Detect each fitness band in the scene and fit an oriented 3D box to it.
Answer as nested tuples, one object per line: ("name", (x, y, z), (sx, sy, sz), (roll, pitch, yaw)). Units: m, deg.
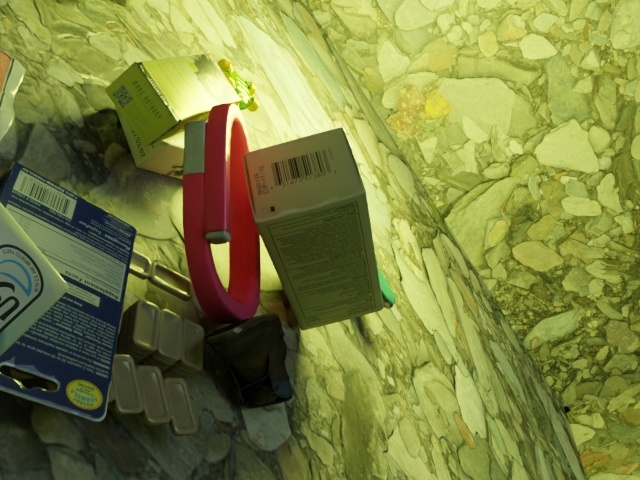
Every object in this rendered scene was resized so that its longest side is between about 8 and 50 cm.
("fitness band", (-0.119, -0.038, 0.779), (0.209, 0.054, 0.291), (69, 17, -67))

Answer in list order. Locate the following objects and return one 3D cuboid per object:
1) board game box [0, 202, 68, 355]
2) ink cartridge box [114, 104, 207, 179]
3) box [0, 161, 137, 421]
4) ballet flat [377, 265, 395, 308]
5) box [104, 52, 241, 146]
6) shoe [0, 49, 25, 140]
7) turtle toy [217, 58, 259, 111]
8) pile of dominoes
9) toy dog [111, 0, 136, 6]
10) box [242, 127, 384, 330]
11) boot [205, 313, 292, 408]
("board game box", (-0.293, 0.033, 0.205), (0.254, 0.079, 0.336), (60, 37, -25))
("ink cartridge box", (-0.217, -0.150, 0.843), (0.181, 0.061, 0.104), (12, 50, -64))
("box", (-0.237, 0.043, 0.521), (0.136, 0.036, 0.225), (34, 30, -34))
("ballet flat", (0.067, 0.041, 1.225), (0.241, 0.077, 0.091), (61, 22, -4))
("box", (-0.186, -0.195, 0.803), (0.087, 0.058, 0.232), (55, 22, -11))
("shoe", (-0.336, -0.139, 0.561), (0.081, 0.063, 0.178), (40, 23, -40))
("turtle toy", (-0.166, -0.266, 1.110), (0.095, 0.066, 0.130), (36, 31, -44))
("pile of dominoes", (-0.225, 0.078, 0.589), (0.251, 0.040, 0.196), (34, 32, -35))
("toy dog", (-0.328, -0.469, 0.799), (0.395, 0.285, 0.408), (36, 10, 27))
("box", (0.000, 0.000, 0.873), (0.311, 0.147, 0.121), (76, -1, -55))
("boot", (-0.071, 0.148, 0.715), (0.219, 0.082, 0.106), (44, 27, -78))
